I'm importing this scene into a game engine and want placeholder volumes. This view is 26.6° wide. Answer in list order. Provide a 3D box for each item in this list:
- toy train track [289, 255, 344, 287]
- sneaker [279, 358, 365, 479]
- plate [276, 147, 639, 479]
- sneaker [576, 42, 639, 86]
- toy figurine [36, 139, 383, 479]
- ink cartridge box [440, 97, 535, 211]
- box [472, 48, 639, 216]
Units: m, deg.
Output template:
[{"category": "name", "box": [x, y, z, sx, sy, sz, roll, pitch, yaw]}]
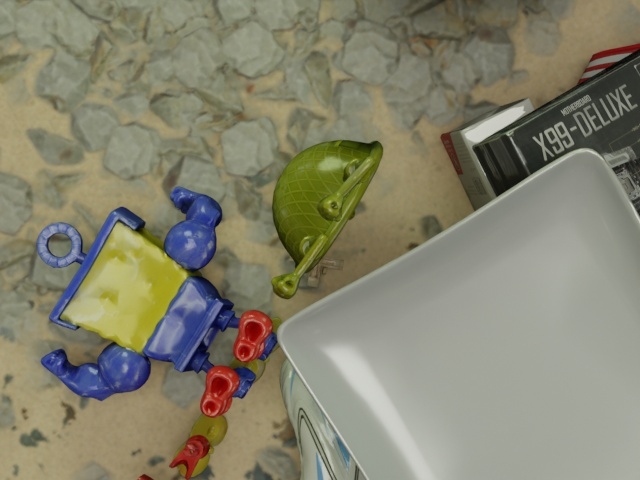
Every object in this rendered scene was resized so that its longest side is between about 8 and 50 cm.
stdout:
[{"category": "toy train track", "box": [0.000, 0.000, 1.187, 0.048, 0.014, 0.083, 10, 91, -3]}, {"category": "sneaker", "box": [0.024, 0.206, 1.156, 0.086, 0.085, 0.237, -10, 91, 19]}, {"category": "plate", "box": [0.152, 0.112, 1.004, 0.278, 0.045, 0.277, -31, 92, 14]}, {"category": "sneaker", "box": [0.324, -0.102, 1.165, 0.221, 0.087, 0.128, 20, 92, -4]}, {"category": "toy figurine", "box": [-0.129, 0.027, 1.099, 0.217, 0.191, 0.363, 31, 95, 4]}, {"category": "ink cartridge box", "box": [0.179, -0.015, 1.145, 0.067, 0.115, 0.198, -26, 94, -2]}, {"category": "box", "box": [0.309, -0.044, 1.077, 0.307, 0.076, 0.242, -31, 95, -15]}]
